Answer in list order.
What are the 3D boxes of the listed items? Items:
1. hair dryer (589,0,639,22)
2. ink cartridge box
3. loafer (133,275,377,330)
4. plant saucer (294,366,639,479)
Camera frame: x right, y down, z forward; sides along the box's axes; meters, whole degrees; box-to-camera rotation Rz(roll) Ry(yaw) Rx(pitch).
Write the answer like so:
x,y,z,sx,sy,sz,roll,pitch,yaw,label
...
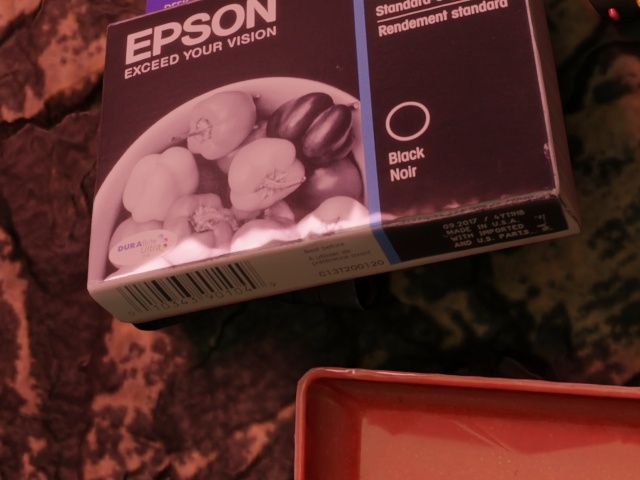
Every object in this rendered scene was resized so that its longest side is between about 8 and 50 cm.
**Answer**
x,y,z,sx,sy,sz,roll,pitch,yaw,label
0.201,-0.229,0.470,0.294,0.080,0.223,-14,87,37,hair dryer
-0.001,-0.078,0.547,0.206,0.045,0.208,-12,57,16,ink cartridge box
0.000,0.000,0.579,0.223,0.076,0.078,-24,73,14,loafer
0.114,0.192,0.558,0.259,0.048,0.259,2,91,18,plant saucer
